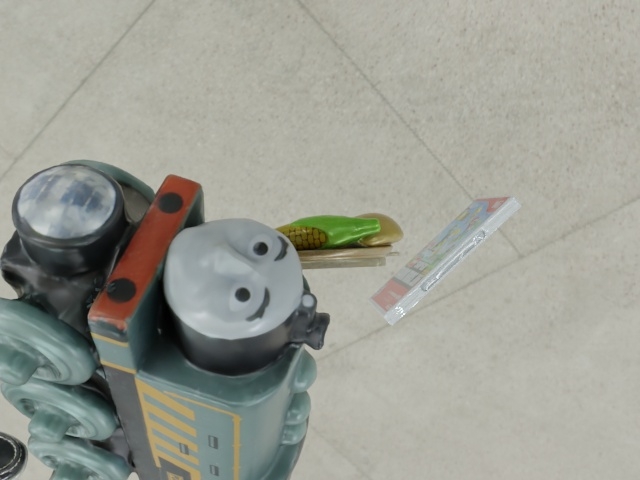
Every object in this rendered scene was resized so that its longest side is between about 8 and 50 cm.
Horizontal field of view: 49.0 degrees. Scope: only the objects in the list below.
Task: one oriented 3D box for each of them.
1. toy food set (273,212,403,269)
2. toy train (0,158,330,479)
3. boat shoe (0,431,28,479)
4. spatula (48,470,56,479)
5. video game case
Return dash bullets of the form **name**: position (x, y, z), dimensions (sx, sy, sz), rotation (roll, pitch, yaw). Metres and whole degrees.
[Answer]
- **toy food set**: position (0.000, 0.000, 0.557), dimensions (0.132, 0.192, 0.038), rotation (-3, 90, 9)
- **toy train**: position (-0.096, 0.084, 0.461), dimensions (0.190, 0.142, 0.334), rotation (16, 143, 4)
- **boat shoe**: position (-0.245, 0.128, 0.427), dimensions (0.125, 0.046, 0.038), rotation (11, 143, -13)
- **spatula**: position (-0.324, 0.263, 0.885), dimensions (0.084, 0.296, 0.030), rotation (-5, 140, -1)
- **video game case**: position (0.204, 0.027, 1.210), dimensions (0.285, 0.204, 0.025), rotation (-42, 94, -1)
